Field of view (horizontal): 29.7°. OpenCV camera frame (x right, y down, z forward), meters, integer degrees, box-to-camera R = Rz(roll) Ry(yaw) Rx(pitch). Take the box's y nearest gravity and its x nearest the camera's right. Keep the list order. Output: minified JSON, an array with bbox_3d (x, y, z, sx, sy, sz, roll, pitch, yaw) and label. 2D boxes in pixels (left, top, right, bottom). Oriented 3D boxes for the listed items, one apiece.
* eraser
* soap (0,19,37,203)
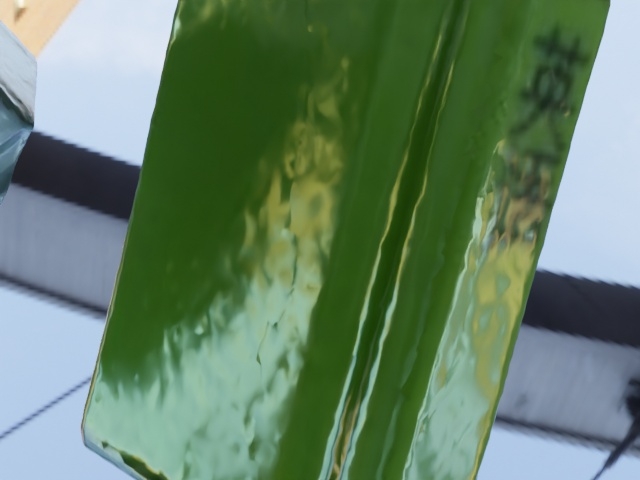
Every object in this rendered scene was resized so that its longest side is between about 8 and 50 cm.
[{"bbox_3d":[0.000,0.000,0.565,0.210,0.274,0.092,19,-171,43],"label":"eraser"},{"bbox_3d":[-0.252,-0.032,0.594,0.230,0.145,0.091,-35,-153,10],"label":"soap"}]
